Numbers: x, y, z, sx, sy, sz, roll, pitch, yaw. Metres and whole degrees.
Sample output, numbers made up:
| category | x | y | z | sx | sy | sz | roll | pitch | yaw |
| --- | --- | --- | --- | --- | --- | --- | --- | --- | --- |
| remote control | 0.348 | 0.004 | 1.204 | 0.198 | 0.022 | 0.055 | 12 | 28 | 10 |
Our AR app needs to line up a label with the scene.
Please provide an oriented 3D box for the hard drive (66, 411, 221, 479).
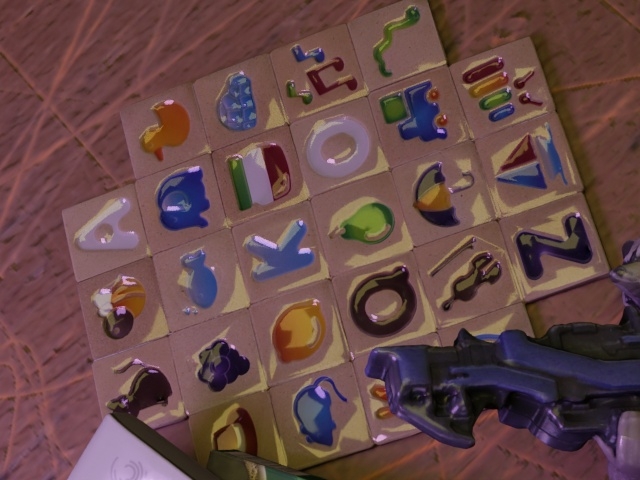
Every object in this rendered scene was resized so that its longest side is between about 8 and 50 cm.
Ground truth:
| category | x | y | z | sx | sy | sz | roll | pitch | yaw |
| --- | --- | --- | --- | --- | --- | --- | --- | --- | --- |
| hard drive | -0.124 | 0.285 | 0.906 | 0.203 | 0.040 | 0.307 | 33 | 95 | 22 |

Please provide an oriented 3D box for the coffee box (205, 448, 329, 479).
| category | x | y | z | sx | sy | sz | roll | pitch | yaw |
| --- | --- | --- | --- | --- | --- | --- | --- | --- | --- |
| coffee box | 0.005 | 0.201 | 0.915 | 0.184 | 0.040 | 0.113 | 16 | 86 | 21 |

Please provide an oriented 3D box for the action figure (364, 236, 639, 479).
| category | x | y | z | sx | sy | sz | roll | pitch | yaw |
| --- | --- | --- | --- | --- | --- | --- | --- | --- | --- |
| action figure | 0.181 | 0.136 | 0.821 | 0.341 | 0.178 | 0.330 | 5 | 68 | -7 |

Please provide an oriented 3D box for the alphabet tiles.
| category | x | y | z | sx | sy | sz | roll | pitch | yaw |
| --- | --- | --- | --- | --- | --- | --- | --- | --- | --- |
| alphabet tiles | 0.000 | 0.000 | 1.006 | 0.342 | 0.011 | 0.285 | -20 | 68 | 10 |
